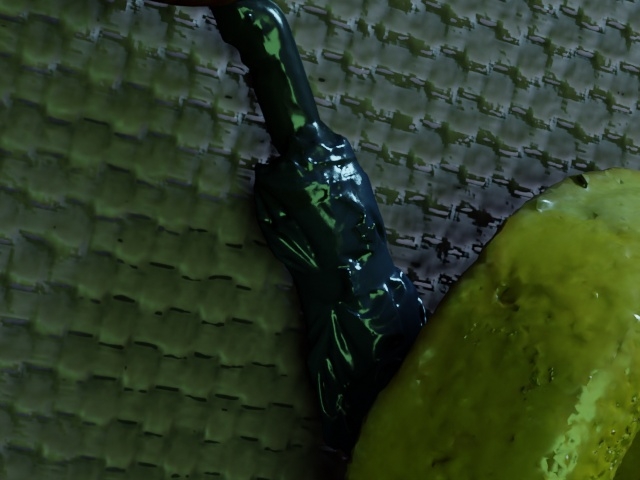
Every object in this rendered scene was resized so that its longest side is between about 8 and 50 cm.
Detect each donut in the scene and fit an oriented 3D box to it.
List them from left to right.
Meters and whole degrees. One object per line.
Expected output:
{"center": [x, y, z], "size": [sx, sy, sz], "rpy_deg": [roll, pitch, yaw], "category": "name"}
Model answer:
{"center": [0.145, 0.101, 0.681], "size": [0.277, 0.108, 0.277], "rpy_deg": [-14, 113, -38], "category": "donut"}

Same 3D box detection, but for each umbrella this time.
{"center": [0.007, -0.003, 0.658], "size": [0.071, 0.071, 0.248], "rpy_deg": [-22, 108, -20], "category": "umbrella"}

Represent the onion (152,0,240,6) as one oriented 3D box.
{"center": [-0.060, -0.220, 0.554], "size": [0.248, 0.161, 0.248], "rpy_deg": [-1, 102, -3], "category": "onion"}
